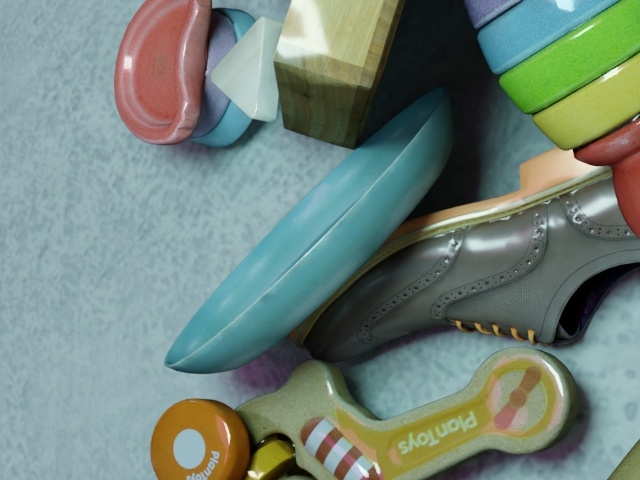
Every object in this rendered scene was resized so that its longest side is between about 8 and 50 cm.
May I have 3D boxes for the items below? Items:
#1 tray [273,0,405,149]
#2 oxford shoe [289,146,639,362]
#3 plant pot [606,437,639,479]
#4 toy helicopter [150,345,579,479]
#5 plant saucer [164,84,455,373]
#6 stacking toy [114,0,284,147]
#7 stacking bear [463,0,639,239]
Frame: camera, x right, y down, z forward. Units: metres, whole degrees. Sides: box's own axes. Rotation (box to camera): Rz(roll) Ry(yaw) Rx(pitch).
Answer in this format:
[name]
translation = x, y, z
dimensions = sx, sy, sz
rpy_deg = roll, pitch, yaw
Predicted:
[tray]
translation = 0.032, -0.193, 1.194
dimensions = 0.076, 0.411, 0.203
rpy_deg = 17, 88, 1
[oxford shoe]
translation = 0.133, 0.035, 1.233
dimensions = 0.363, 0.130, 0.133
rpy_deg = -29, 77, 28
[plant pot]
translation = 0.288, 0.199, 1.053
dimensions = 0.237, 0.237, 0.254
rpy_deg = 18, 75, 33
[toy helicopter]
translation = 0.048, 0.195, 1.239
dimensions = 0.355, 0.140, 0.235
rpy_deg = -27, 70, 23
[plant saucer]
translation = 0.000, 0.000, 1.250
dimensions = 0.317, 0.317, 0.044
rpy_deg = -43, 96, 16
[stacking toy]
translation = -0.053, -0.224, 1.385
dimensions = 0.279, 0.130, 0.309
rpy_deg = 15, 95, 53
[stacking bear]
translation = 0.211, -0.121, 1.077
dimensions = 0.289, 0.175, 0.164
rpy_deg = 58, 148, -1
